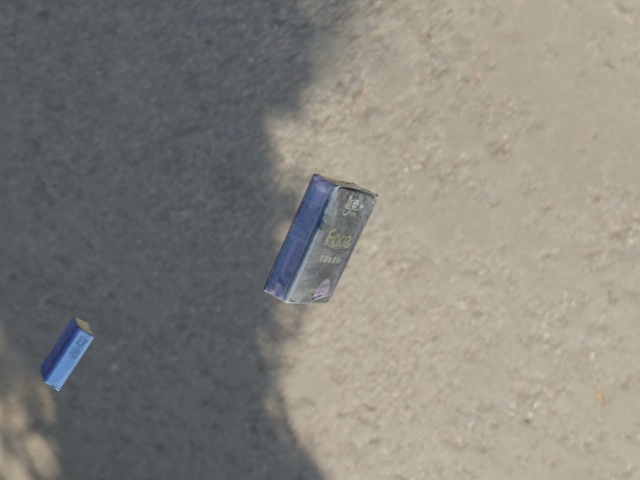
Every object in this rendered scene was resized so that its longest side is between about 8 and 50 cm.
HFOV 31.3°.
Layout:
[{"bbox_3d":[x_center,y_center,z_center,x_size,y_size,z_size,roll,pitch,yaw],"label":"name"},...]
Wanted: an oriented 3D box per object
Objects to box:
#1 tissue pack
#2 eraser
[{"bbox_3d":[0.000,0.000,1.379,0.051,0.112,0.156,28,99,26],"label":"tissue pack"},{"bbox_3d":[-0.329,0.146,1.484,0.027,0.063,0.084,33,91,-23],"label":"eraser"}]
